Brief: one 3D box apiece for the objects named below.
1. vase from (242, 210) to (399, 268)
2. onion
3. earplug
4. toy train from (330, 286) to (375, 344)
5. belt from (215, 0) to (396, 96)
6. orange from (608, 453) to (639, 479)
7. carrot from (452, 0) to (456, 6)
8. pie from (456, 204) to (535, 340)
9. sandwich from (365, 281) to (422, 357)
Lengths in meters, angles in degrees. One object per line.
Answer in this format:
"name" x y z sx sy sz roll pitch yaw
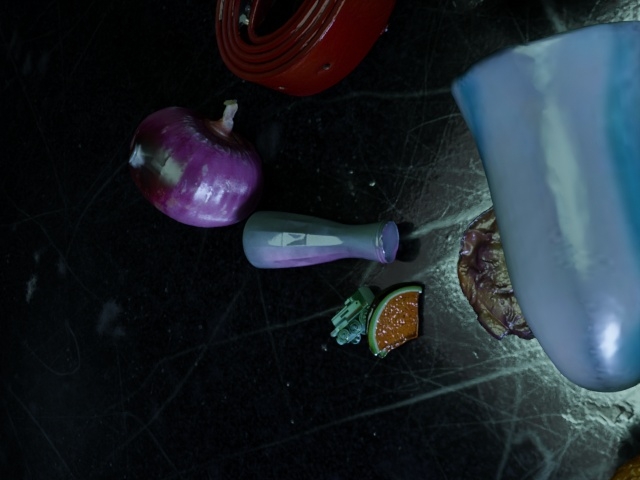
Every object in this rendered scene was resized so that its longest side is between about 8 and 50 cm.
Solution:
"vase" 0.000 0.000 0.723 0.214 0.086 0.086 1 90 31
"onion" -0.200 -0.113 0.805 0.201 0.201 0.207 -27 80 32
"earplug" 0.244 -0.015 0.504 0.185 0.185 0.323 -9 90 35
"toy train" 0.047 0.106 0.714 0.083 0.033 0.053 -45 60 26
"belt" -0.008 -0.356 0.711 0.227 0.115 0.323 47 116 24
"orange" 0.332 0.267 0.425 0.194 0.193 0.161 -15 105 34
"carrot" 0.212 -0.405 0.499 0.193 0.214 0.330 26 107 35
"pie" 0.207 0.048 0.601 0.092 0.034 0.169 -30 73 27
"sandwich" 0.092 0.103 0.671 0.026 0.070 0.101 -178 93 -79
